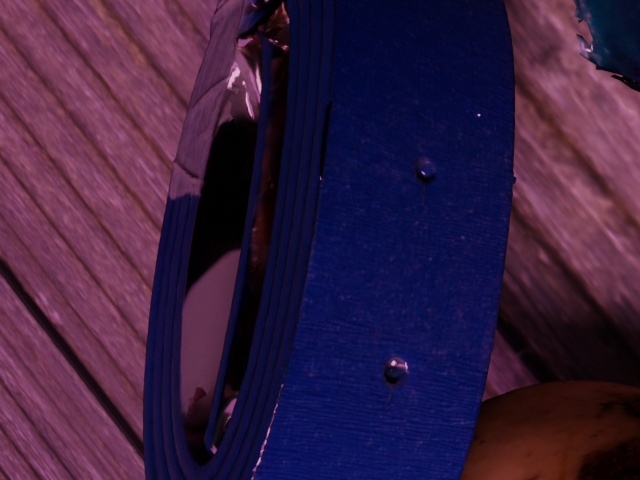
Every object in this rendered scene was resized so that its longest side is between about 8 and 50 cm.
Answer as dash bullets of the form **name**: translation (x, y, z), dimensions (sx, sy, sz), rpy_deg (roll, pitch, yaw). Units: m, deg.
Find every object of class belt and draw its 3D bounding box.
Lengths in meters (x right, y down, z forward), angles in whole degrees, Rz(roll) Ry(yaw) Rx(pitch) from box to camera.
- **belt**: translation (0.000, 0.000, 0.709), dimensions (0.212, 0.117, 0.347), rpy_deg (-25, 55, 61)

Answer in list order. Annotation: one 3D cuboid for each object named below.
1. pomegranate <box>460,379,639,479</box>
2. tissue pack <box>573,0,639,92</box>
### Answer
- **pomegranate**: translation (0.162, 0.226, 0.720), dimensions (0.322, 0.322, 0.322), rpy_deg (26, 132, 32)
- **tissue pack**: translation (0.293, -0.133, 0.309), dimensions (0.416, 0.264, 0.253), rpy_deg (22, 128, 47)
